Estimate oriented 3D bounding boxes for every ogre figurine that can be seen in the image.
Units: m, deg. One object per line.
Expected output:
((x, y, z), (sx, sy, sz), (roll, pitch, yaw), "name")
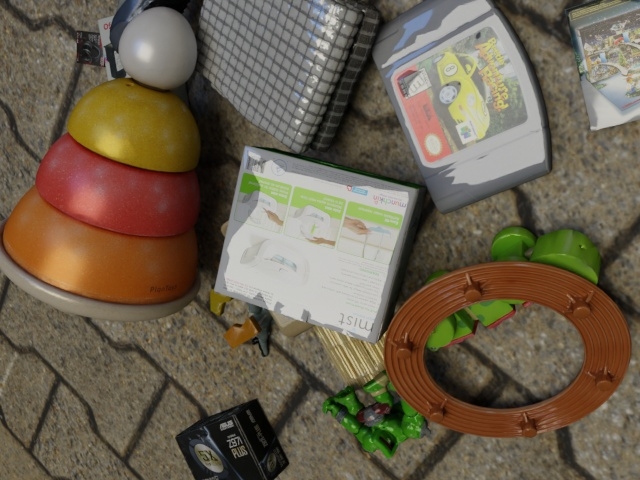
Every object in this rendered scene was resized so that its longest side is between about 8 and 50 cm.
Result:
((0.097, 0.288, 1.025), (0.197, 0.097, 0.118), (-33, 91, 19), "ogre figurine")

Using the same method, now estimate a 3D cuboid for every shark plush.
((-0.098, 0.148, 1.127), (0.067, 0.073, 0.161), (10, 105, 5), "shark plush")

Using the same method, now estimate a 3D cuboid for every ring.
((0.256, 0.171, 0.867), (0.336, 0.032, 0.336), (5, 126, 7), "ring")

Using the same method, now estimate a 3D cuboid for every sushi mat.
((0.028, 0.101, 1.068), (0.151, 0.019, 0.316), (-33, 86, 29), "sushi mat")

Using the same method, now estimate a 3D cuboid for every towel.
((-0.061, -0.300, 0.952), (0.283, 0.121, 0.235), (41, 126, 25), "towel")

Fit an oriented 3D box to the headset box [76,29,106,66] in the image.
((-0.430, -0.369, 1.196), (0.083, 0.032, 0.062), (16, 109, 26), "headset box")

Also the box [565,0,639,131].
((0.435, -0.240, 0.748), (0.233, 0.044, 0.159), (-11, 97, 30), "box")

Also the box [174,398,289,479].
((-0.176, 0.415, 1.223), (0.180, 0.077, 0.147), (-27, 88, 31), "box")

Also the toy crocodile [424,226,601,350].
((0.233, 0.083, 0.897), (0.340, 0.115, 0.105), (-36, 101, 31), "toy crocodile")

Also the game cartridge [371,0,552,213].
((0.204, -0.205, 0.880), (0.196, 0.060, 0.294), (-23, 91, 27), "game cartridge")

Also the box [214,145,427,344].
((0.000, 0.000, 0.926), (0.262, 0.127, 0.231), (15, 100, 15), "box")

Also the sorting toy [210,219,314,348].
((-0.065, 0.044, 1.048), (0.307, 0.041, 0.229), (-32, 90, 18), "sorting toy")

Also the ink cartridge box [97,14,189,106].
((-0.322, -0.322, 1.124), (0.127, 0.072, 0.175), (-2, 101, 29), "ink cartridge box")

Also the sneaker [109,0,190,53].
((-0.258, -0.448, 0.980), (0.131, 0.112, 0.319), (43, 109, 4), "sneaker")

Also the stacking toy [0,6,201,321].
((-0.305, -0.140, 1.021), (0.350, 0.350, 0.480), (30, 109, 19), "stacking toy")
